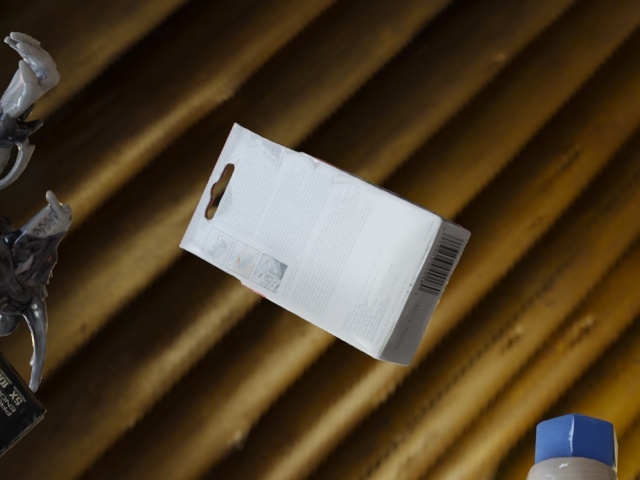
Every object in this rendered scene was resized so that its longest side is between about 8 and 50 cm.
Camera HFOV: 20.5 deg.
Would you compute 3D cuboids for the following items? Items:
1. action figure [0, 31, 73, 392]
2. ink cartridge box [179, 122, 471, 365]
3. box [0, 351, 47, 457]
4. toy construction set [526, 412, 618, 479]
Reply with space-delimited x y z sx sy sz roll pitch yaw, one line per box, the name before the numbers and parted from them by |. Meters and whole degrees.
action figure | -0.211 -0.051 0.949 0.141 0.164 0.275 -38 -73 11
ink cartridge box | 0.000 0.000 0.741 0.029 0.115 0.062 19 -83 -56
box | -0.222 0.067 0.674 0.147 0.180 0.077 53 -156 -3
toy construction set | 0.176 0.238 0.863 0.257 0.237 0.308 -4 -118 -29
